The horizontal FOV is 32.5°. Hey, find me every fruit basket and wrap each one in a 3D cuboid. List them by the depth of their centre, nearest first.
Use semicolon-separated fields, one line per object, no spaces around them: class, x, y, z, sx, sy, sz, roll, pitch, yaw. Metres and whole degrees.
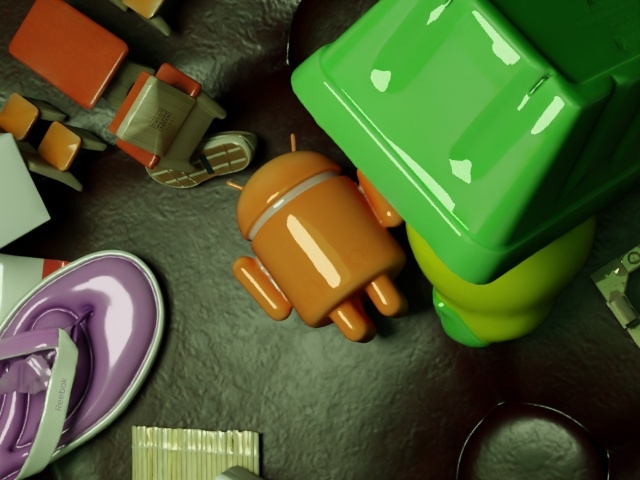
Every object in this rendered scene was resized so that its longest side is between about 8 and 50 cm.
fruit basket;0.164;-0.085;1.004;0.392;0.392;0.283;-42;76;9

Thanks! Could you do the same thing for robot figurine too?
robot figurine;0.002;-0.001;1.113;0.219;0.128;0.158;53;134;13

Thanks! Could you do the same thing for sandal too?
sandal;-0.331;0.179;1.169;0.416;0.102;0.169;-43;90;-4

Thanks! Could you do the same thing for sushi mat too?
sushi mat;-0.136;0.359;1.176;0.151;0.019;0.317;-1;85;14

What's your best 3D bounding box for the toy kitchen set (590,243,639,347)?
toy kitchen set;0.311;0.049;1.051;0.075;0.068;0.083;-34;78;10

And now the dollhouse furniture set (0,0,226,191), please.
dollhouse furniture set;-0.235;-0.180;1.164;0.259;0.135;0.262;34;96;28

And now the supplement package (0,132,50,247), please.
supplement package;-0.394;-0.046;1.183;0.179;0.105;0.105;3;120;48

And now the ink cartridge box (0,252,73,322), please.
ink cartridge box;-0.345;0.106;1.239;0.224;0.056;0.181;5;87;18

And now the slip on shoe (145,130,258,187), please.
slip on shoe;-0.129;-0.093;1.203;0.135;0.041;0.051;-12;118;29

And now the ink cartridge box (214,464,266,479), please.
ink cartridge box;-0.040;0.340;1.103;0.203;0.086;0.148;26;90;9
